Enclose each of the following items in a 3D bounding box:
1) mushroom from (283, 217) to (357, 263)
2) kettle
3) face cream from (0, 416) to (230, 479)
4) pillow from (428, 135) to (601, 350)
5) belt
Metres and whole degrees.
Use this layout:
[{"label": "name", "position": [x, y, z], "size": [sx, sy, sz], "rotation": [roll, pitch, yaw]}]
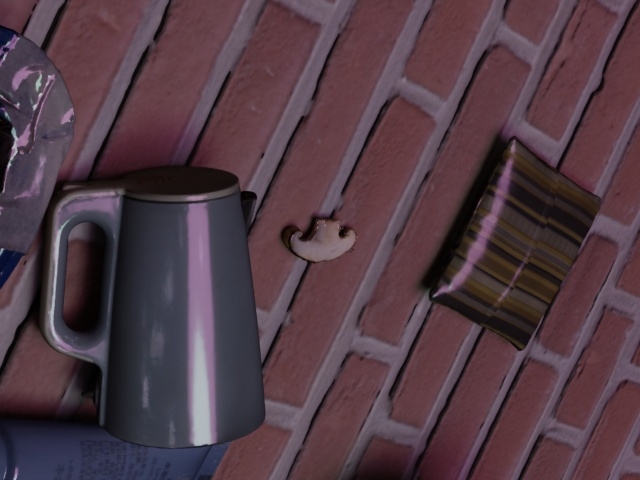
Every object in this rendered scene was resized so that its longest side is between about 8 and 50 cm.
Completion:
[{"label": "mushroom", "position": [0.000, -0.001, 1.675], "size": [0.101, 0.019, 0.049], "rotation": [2, 108, -44]}, {"label": "kettle", "position": [-0.160, 0.057, 1.498], "size": [0.210, 0.160, 0.243], "rotation": [-4, 106, -10]}, {"label": "face cream", "position": [-0.240, 0.220, 1.524], "size": [0.385, 0.086, 0.135], "rotation": [13, 110, -48]}, {"label": "pillow", "position": [0.231, 0.009, 1.855], "size": [0.208, 0.052, 0.212], "rotation": [28, 90, -48]}, {"label": "belt", "position": [-0.350, -0.029, 1.291], "size": [0.212, 0.117, 0.347], "rotation": [39, 82, -42]}]
